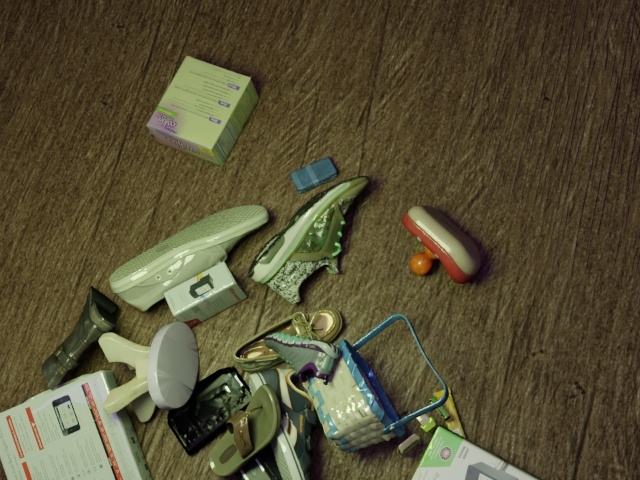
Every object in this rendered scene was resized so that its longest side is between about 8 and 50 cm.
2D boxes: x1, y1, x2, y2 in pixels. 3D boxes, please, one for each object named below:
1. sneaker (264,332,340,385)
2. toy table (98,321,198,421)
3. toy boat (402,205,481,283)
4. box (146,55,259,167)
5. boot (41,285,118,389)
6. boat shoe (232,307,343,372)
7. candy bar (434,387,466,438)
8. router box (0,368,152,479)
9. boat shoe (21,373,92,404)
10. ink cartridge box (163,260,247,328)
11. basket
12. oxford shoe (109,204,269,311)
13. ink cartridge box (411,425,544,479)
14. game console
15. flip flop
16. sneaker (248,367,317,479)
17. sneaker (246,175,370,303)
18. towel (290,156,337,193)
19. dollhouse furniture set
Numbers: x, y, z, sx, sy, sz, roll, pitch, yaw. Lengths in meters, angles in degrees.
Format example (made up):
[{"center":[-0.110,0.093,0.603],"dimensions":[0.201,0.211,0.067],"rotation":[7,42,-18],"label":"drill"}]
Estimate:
[{"center":[-0.059,0.273,1.750],"dimensions":[0.224,0.083,0.098],"rotation":[1,67,45],"label":"sneaker"},{"center":[-0.414,0.319,1.844],"dimensions":[0.161,0.274,0.252],"rotation":[-16,100,12],"label":"toy table"},{"center":[0.285,0.027,1.899],"dimensions":[0.231,0.151,0.151],"rotation":[45,113,21],"label":"toy boat"},{"center":[-0.327,-0.363,2.135],"dimensions":[0.214,0.117,0.242],"rotation":[21,74,16],"label":"box"},{"center":[-0.622,0.243,1.921],"dimensions":[0.091,0.263,0.229],"rotation":[42,91,-21],"label":"boot"},{"center":[-0.078,0.247,1.884],"dimensions":[0.285,0.089,0.104],"rotation":[-27,68,-1],"label":"boat shoe"},{"center":[0.313,0.430,1.793],"dimensions":[0.040,0.018,0.161],"rotation":[-20,69,5],"label":"candy bar"},{"center":[-0.597,0.522,1.829],"dimensions":[0.301,0.082,0.335],"rotation":[-22,81,-1],"label":"router box"},{"center":[-0.670,0.416,1.925],"dimensions":[0.219,0.077,0.070],"rotation":[-27,67,-3],"label":"boat shoe"},{"center":[-0.291,0.141,1.938],"dimensions":[0.175,0.127,0.072],"rotation":[-28,66,-3],"label":"ink cartridge box"},{"center":[0.123,0.330,1.748],"dimensions":[0.289,0.201,0.254],"rotation":[-35,46,10],"label":"basket"},{"center":[-0.330,0.043,1.990],"dimensions":[0.450,0.169,0.130],"rotation":[-30,112,-11],"label":"oxford shoe"},{"center":[0.344,0.563,1.678],"dimensions":[0.273,0.115,0.198],"rotation":[25,83,17],"label":"ink cartridge box"},{"center":[-0.210,0.495,1.842],"dimensions":[0.213,0.044,0.361],"rotation":[-38,68,-4],"label":"game console"},{"center":[-0.183,0.441,1.732],"dimensions":[0.277,0.080,0.112],"rotation":[-50,52,24],"label":"flip flop"},{"center":[-0.060,0.444,1.777],"dimensions":[0.128,0.126,0.321],"rotation":[-14,66,-20],"label":"sneaker"},{"center":[0.000,0.000,1.966],"dimensions":[0.410,0.158,0.182],"rotation":[-45,101,-10],"label":"sneaker"},{"center":[-0.018,-0.179,2.064],"dimensions":[0.120,0.029,0.067],"rotation":[-25,68,0],"label":"towel"},{"center":[0.228,0.435,1.773],"dimensions":[0.152,0.076,0.058],"rotation":[-38,66,-4],"label":"dollhouse furniture set"}]
